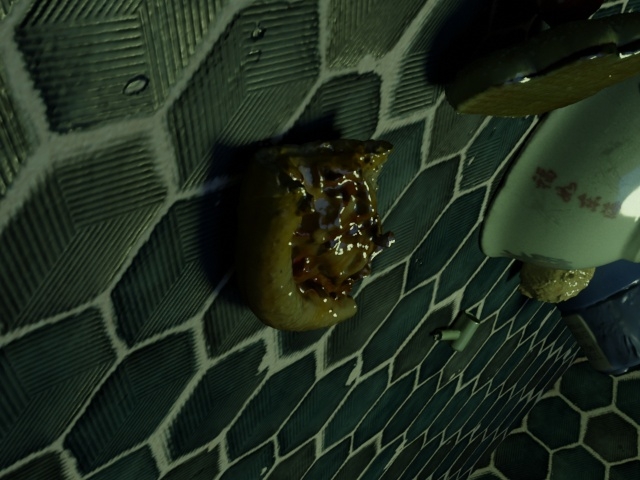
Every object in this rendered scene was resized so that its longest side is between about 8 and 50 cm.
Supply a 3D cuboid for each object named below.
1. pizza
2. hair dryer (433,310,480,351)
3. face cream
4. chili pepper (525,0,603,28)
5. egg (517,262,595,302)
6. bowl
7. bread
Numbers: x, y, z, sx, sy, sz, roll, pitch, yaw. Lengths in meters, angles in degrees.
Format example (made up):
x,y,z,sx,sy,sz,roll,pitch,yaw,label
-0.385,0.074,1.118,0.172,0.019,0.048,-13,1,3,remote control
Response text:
x,y,z,sx,sy,sz,roll,pitch,yaw,label
0.000,0.000,1.014,0.182,0.074,0.365,-36,158,-12,pizza
0.214,0.149,1.787,0.124,0.038,0.063,6,120,-58,hair dryer
0.576,0.101,2.060,0.249,0.225,0.249,-30,-178,1,face cream
0.232,-0.263,1.074,0.088,0.065,0.169,-56,156,14,chili pepper
0.414,0.051,1.912,0.140,0.116,0.118,-19,157,-10,egg
0.448,-0.094,1.621,0.435,0.196,0.435,-42,157,-22,bowl
0.257,-0.184,1.139,0.207,0.056,0.286,-21,175,26,bread
